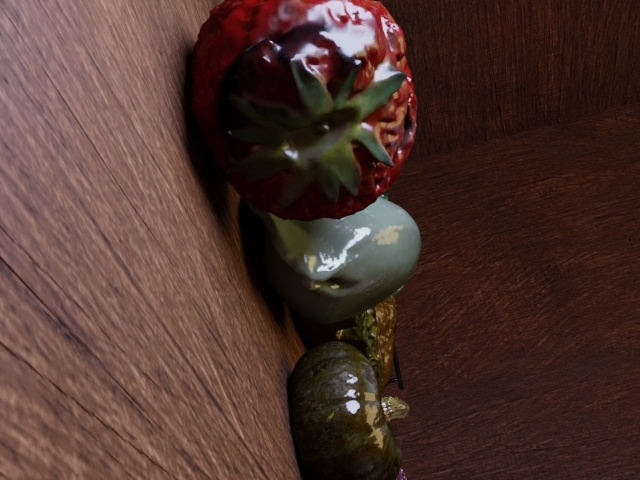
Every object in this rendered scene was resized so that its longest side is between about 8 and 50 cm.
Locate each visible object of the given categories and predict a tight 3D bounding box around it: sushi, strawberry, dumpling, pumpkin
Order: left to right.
[{"bbox_3d":[-0.020,-0.188,1.000,0.310,0.291,0.292,-89,166,-47],"label":"strawberry"},{"bbox_3d":[0.010,0.022,1.231,0.321,0.269,0.212,80,20,-62],"label":"dumpling"},{"bbox_3d":[0.047,0.255,1.153,0.219,0.162,0.219,-15,90,-90],"label":"pumpkin"},{"bbox_3d":[0.071,0.198,1.632,0.179,0.166,0.297,9,91,-44],"label":"sushi"}]

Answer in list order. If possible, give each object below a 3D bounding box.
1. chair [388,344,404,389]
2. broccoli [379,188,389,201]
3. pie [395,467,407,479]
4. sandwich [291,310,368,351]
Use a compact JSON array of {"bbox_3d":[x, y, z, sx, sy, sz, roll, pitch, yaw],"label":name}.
[{"bbox_3d":[0.109,0.233,2.010,0.141,0.154,0.260,-94,170,-69],"label":"chair"},{"bbox_3d":[0.006,-0.099,1.532,0.269,0.254,0.269,39,0,0],"label":"broccoli"},{"bbox_3d":[0.068,0.384,1.203,0.036,0.154,0.154,43,15,-17],"label":"pie"},{"bbox_3d":[0.025,0.135,1.471,0.236,0.128,0.122,69,16,-54],"label":"sandwich"}]
